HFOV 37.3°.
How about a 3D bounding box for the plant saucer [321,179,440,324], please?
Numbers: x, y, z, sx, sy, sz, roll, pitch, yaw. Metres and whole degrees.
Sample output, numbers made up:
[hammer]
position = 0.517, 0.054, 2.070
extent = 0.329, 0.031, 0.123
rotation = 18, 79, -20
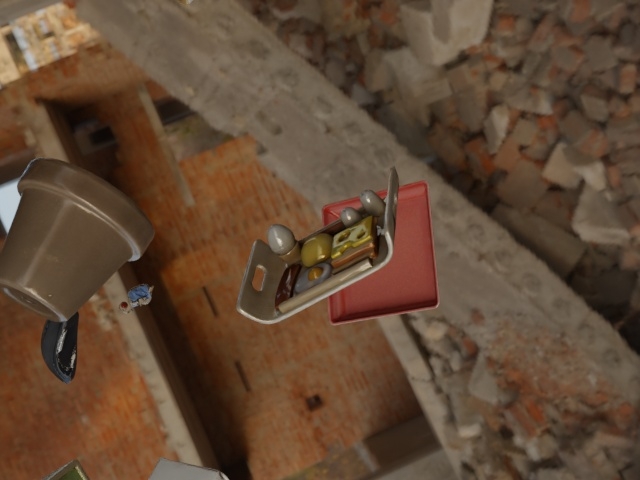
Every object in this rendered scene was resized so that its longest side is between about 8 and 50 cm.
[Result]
[plant saucer]
position = 0.127, 0.031, 1.930
extent = 0.048, 0.258, 0.259
rotation = 17, -115, -54

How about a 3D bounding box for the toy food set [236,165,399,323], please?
[toy food set]
position = 0.000, 0.000, 1.631
extent = 0.092, 0.306, 0.219
rotation = 51, -155, -23

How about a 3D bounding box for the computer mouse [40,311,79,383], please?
[computer mouse]
position = -0.544, 0.150, 1.929
extent = 0.184, 0.060, 0.262
rotation = 31, 116, 52

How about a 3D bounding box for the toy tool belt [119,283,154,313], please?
[toy tool belt]
position = -0.424, 0.130, 2.185
extent = 0.052, 0.083, 0.051
rotation = 57, 150, 8

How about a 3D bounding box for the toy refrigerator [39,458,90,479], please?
[toy refrigerator]
position = -0.506, 0.500, 1.694
extent = 0.102, 0.094, 0.269
rotation = 58, -159, 0

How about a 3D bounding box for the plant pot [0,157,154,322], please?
[plant pot]
position = -0.468, 0.016, 1.712
extent = 0.263, 0.229, 0.263
rotation = 23, 159, 10

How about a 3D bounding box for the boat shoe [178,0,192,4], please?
[boat shoe]
position = -0.221, -0.461, 1.356
extent = 0.277, 0.096, 0.098
rotation = 61, 165, 19

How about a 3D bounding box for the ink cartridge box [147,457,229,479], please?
[ink cartridge box]
position = -0.290, 0.664, 1.838
extent = 0.160, 0.384, 0.279
rotation = 7, 139, 29
